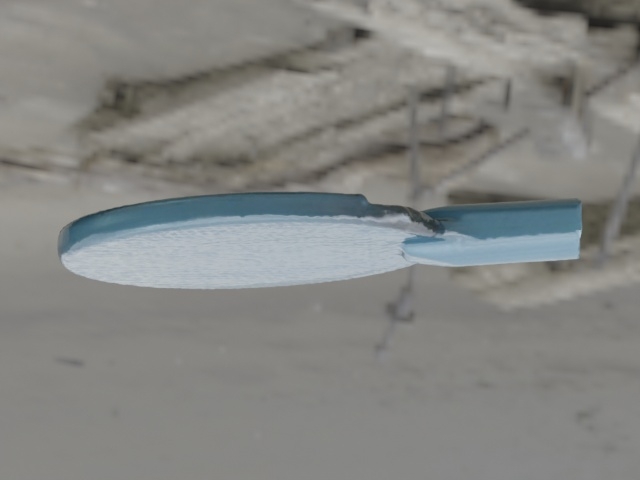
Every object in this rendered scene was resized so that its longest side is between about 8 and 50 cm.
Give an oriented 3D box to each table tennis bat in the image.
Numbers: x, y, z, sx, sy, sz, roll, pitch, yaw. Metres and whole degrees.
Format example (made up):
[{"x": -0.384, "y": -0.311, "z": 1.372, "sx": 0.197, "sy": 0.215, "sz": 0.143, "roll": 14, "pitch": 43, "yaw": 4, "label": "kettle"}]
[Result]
[{"x": 0.000, "y": 0.000, "z": 0.585, "sx": 0.155, "sy": 0.019, "sz": 0.100, "roll": -3, "pitch": 168, "yaw": 3, "label": "table tennis bat"}]
